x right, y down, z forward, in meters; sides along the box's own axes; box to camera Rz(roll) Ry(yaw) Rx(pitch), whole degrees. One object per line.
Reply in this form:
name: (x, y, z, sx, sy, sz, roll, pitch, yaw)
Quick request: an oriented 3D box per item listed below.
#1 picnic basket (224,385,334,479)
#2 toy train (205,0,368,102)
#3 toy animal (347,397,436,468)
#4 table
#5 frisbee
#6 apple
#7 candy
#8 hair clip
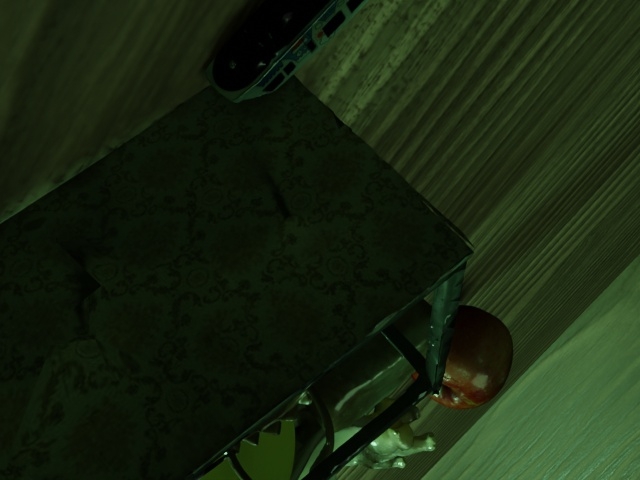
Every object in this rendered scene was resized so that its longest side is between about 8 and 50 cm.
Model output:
picnic basket: (-0.059, 0.193, 0.810, 0.128, 0.178, 0.138, -47, 155, 9)
toy train: (0.007, -0.171, 0.492, 0.207, 0.043, 0.047, -45, 155, 4)
toy animal: (0.137, 0.408, 1.534, 0.168, 0.121, 0.233, -9, 151, -26)
table: (-0.090, 0.094, 0.560, 0.335, 0.222, 0.272, -36, 155, -14)
frisbee: (-0.098, 0.289, 0.937, 0.236, 0.017, 0.236, -11, 104, -56)
apple: (0.247, 0.204, 1.302, 0.168, 0.181, 0.181, -58, 162, -25)
candy: (0.071, 0.165, 1.049, 0.234, 0.104, 0.102, -33, 154, -22)
hair clip: (-0.043, 0.346, 1.169, 0.282, 0.113, 0.173, -1, 126, -59)
